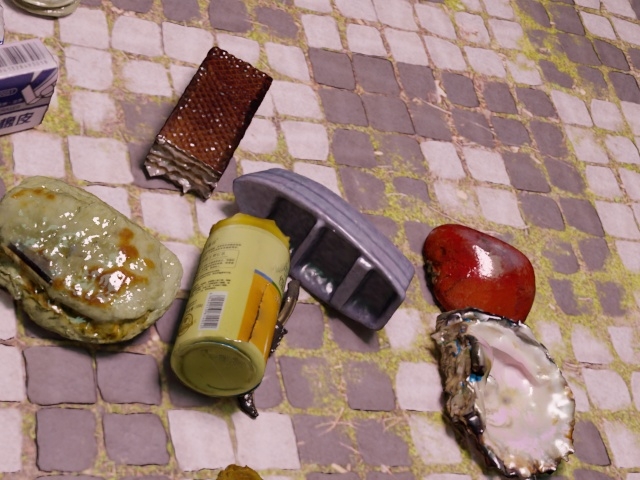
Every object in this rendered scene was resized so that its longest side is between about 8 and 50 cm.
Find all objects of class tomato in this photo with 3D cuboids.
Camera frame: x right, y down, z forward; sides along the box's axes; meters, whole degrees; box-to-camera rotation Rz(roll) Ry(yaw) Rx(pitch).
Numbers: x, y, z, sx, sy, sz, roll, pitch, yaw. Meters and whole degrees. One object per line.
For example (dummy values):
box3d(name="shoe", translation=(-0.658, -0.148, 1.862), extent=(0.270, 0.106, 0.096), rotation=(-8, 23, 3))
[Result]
box3d(name="tomato", translation=(0.247, 0.038, 1.723), extent=(0.173, 0.099, 0.189), rotation=(8, 50, -23))

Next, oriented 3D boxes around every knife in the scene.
box3d(name="knife", translation=(-0.070, 0.130, 1.515), extent=(0.046, 0.021, 0.222), rotation=(27, 50, -9))

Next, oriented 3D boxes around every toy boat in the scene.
box3d(name="toy boat", translation=(0.000, 0.000, 1.586), extent=(0.283, 0.127, 0.078), rotation=(41, 45, 7))

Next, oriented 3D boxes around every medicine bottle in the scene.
box3d(name="medicine bottle", translation=(-0.106, 0.075, 1.471), extent=(0.124, 0.124, 0.239), rotation=(25, 46, -12))

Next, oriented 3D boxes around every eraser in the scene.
box3d(name="eraser", translation=(-0.444, -0.179, 1.467), extent=(0.210, 0.124, 0.068), rotation=(-21, 68, -39))

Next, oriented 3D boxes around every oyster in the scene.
box3d(name="oyster", translation=(0.247, 0.204, 1.605), extent=(0.198, 0.092, 0.259), rotation=(-30, 86, -42))

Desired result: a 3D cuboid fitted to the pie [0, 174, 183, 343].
box3d(name="pie", translation=(-0.290, 0.019, 1.426), extent=(0.248, 0.090, 0.201), rotation=(34, 48, 2))

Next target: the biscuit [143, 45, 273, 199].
box3d(name="biscuit", translation=(-0.159, -0.168, 1.666), extent=(0.106, 0.070, 0.252), rotation=(29, 46, -6))

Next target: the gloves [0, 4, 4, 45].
box3d(name="gloves", translation=(-0.468, -0.296, 1.616), extent=(0.064, 0.026, 0.086), rotation=(11, 55, -21))

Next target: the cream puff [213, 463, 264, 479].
box3d(name="cream puff", translation=(-0.083, 0.293, 1.352), extent=(0.083, 0.058, 0.083), rotation=(48, 44, 13))

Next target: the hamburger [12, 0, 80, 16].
box3d(name="hamburger", translation=(-0.401, -0.362, 1.691), extent=(0.121, 0.054, 0.084), rotation=(6, 57, -23))
